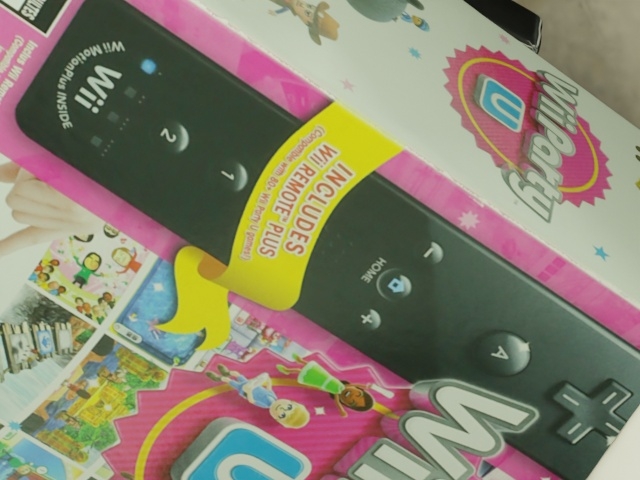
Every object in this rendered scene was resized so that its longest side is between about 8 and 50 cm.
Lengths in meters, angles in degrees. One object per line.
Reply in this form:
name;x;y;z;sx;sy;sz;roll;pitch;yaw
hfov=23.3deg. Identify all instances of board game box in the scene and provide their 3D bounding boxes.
board game box;-0.016;0.027;0.497;0.303;0.097;0.224;33;124;-12

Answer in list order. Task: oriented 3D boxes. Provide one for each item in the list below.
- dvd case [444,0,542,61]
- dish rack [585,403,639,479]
dvd case;-0.060;-0.027;0.548;0.179;0.029;0.238;28;127;-8
dish rack;0.145;0.214;0.415;0.285;0.072;0.333;47;127;28
